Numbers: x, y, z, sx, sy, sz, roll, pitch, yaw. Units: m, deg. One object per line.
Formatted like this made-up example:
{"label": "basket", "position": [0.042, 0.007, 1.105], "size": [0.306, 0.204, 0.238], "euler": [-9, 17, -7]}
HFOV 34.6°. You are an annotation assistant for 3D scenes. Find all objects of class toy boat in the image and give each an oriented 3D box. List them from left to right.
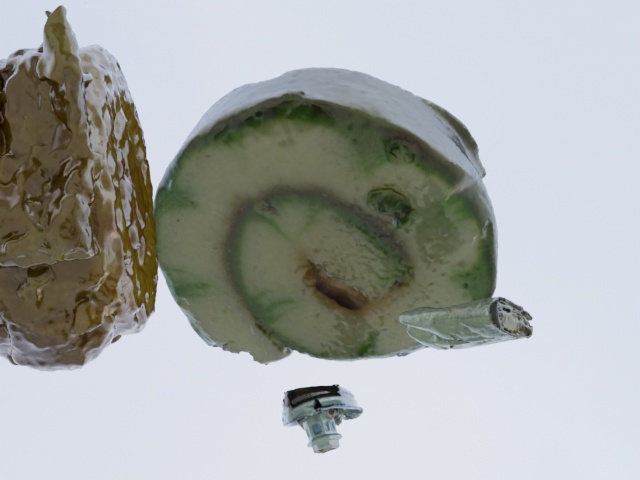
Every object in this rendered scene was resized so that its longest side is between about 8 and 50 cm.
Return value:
{"label": "toy boat", "position": [0.001, 0.185, 1.058], "size": [0.059, 0.140, 0.066], "euler": [-27, -111, 20]}

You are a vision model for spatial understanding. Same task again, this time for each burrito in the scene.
{"label": "burrito", "position": [0.136, 0.080, 0.979], "size": [0.074, 0.118, 0.044], "euler": [24, -120, -50]}

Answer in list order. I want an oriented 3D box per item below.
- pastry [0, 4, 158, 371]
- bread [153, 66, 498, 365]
{"label": "pastry", "position": [-0.200, -0.023, 0.758], "size": [0.132, 0.235, 0.240], "euler": [-9, -94, 0]}
{"label": "bread", "position": [0.000, 0.000, 1.128], "size": [0.366, 0.129, 0.382], "euler": [32, -56, -8]}
